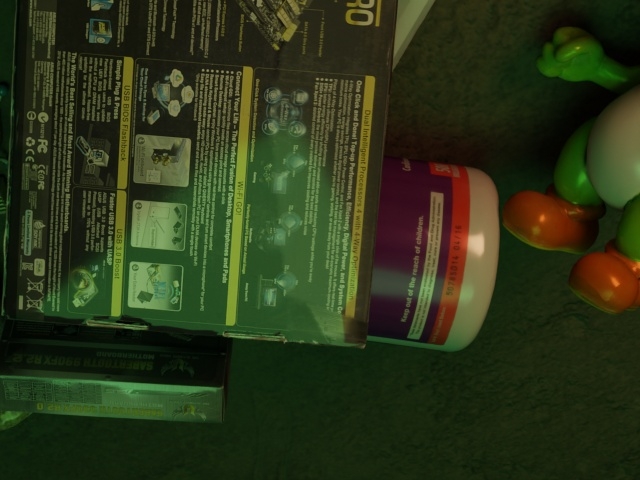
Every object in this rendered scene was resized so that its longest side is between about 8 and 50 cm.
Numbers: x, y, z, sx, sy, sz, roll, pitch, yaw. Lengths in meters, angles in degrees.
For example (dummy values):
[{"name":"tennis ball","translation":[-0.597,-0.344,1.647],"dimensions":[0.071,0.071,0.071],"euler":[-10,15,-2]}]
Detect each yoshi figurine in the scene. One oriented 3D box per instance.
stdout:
[{"name":"yoshi figurine","translation":[0.294,-0.123,1.312],"dimensions":[0.203,0.203,0.362],"euler":[29,110,-6]}]

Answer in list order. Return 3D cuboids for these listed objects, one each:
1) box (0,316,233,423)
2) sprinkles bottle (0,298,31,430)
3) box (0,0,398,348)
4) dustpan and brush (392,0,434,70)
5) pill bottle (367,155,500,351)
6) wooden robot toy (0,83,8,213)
[{"name":"box","translation":[-0.205,0.096,1.550],"dimensions":[0.231,0.183,0.056],"euler":[3,133,-2]},{"name":"sprinkles bottle","translation":[-0.414,0.049,1.555],"dimensions":[0.121,0.121,0.355],"euler":[-19,129,18]},{"name":"box","translation":[-0.100,-0.117,1.288],"dimensions":[0.318,0.097,0.395],"euler":[4,101,1]},{"name":"dustpan and brush","translation":[-0.022,-0.200,1.353],"dimensions":[0.211,0.060,0.147],"euler":[25,129,-8]},{"name":"pill bottle","translation":[0.000,0.000,1.456],"dimensions":[0.323,0.181,0.181],"euler":[8,132,-5]},{"name":"wooden robot toy","translation":[-0.339,-0.082,1.461],"dimensions":[0.076,0.079,0.173],"euler":[3,132,-1]}]
